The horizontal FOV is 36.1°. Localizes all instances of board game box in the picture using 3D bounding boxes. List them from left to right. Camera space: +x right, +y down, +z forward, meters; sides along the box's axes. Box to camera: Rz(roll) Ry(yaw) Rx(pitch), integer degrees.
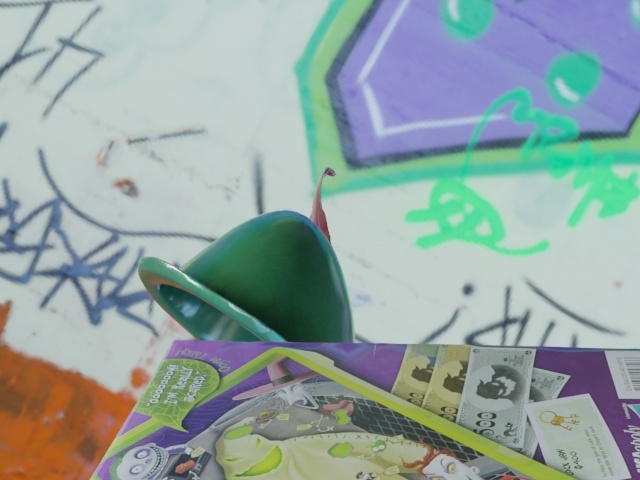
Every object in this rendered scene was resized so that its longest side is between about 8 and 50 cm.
[{"bbox_3d":[0.018,0.119,0.238,0.208,0.056,0.347,4,-159,7],"label":"board game box"}]

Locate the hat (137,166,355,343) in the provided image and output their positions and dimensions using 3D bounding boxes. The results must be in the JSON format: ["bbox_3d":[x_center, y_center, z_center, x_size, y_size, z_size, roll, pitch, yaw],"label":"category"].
[{"bbox_3d":[0.000,0.000,0.637,0.208,0.183,0.173,25,158,38],"label":"hat"}]
